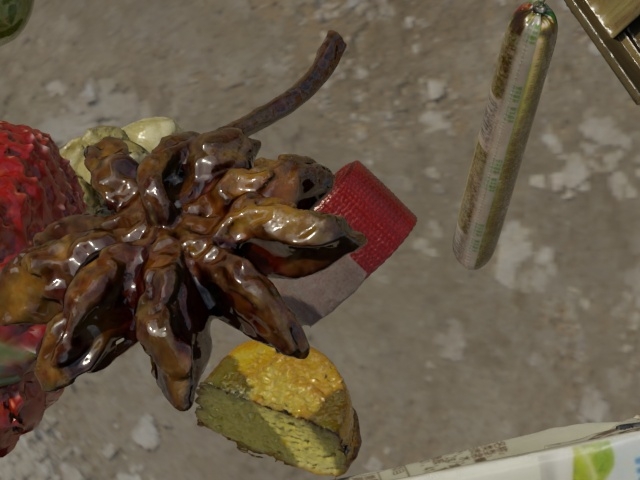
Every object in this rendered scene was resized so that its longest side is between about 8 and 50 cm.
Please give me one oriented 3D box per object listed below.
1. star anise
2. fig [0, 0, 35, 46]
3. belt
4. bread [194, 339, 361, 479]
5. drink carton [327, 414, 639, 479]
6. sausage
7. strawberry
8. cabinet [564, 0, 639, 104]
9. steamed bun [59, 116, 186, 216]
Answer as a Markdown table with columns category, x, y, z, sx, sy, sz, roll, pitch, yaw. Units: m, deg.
| category | x | y | z | sx | sy | sz | roll | pitch | yaw |
| --- | --- | --- | --- | --- | --- | --- | --- | --- | --- |
| star anise | -0.068 | -0.017 | 0.692 | 0.177 | 0.234 | 0.073 | -12 | 126 | 7 |
| fig | -0.453 | -0.333 | 1.569 | 0.314 | 0.233 | 0.233 | 19 | 86 | -29 |
| belt | 0.000 | 0.000 | 1.655 | 0.124 | 0.128 | 0.201 | 45 | 113 | -8 |
| bread | -0.044 | 0.210 | 1.934 | 0.229 | 0.143 | 0.139 | 20 | 60 | 13 |
| drink carton | 0.030 | 0.201 | 0.659 | 0.324 | 0.132 | 0.194 | -11 | 85 | -5 |
| sausage | 0.117 | -0.060 | 0.943 | 0.032 | 0.269 | 0.033 | 3 | 53 | -3 |
| strawberry | -0.311 | -0.001 | 1.170 | 0.312 | 0.351 | 0.267 | 37 | 122 | -8 |
| cabinet | 0.323 | -0.227 | 1.166 | 0.215 | 0.175 | 0.148 | -16 | 69 | -48 |
| steamed bun | -0.239 | -0.072 | 1.728 | 0.192 | 0.177 | 0.106 | -29 | 84 | 25 |
